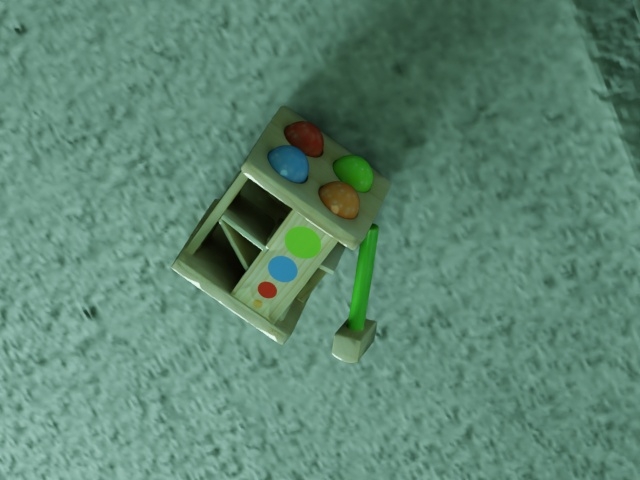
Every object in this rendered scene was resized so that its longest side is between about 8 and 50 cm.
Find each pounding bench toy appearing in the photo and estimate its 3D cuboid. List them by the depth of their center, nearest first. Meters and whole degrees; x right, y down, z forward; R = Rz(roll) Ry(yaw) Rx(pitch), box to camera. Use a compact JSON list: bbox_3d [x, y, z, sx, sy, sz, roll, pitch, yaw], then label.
[{"bbox_3d":[0.000,0.000,0.655,0.083,0.052,0.065,35,121,-5],"label":"pounding bench toy"}]
